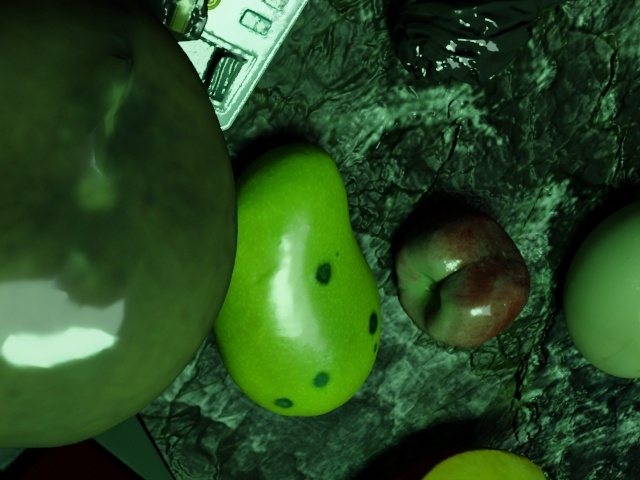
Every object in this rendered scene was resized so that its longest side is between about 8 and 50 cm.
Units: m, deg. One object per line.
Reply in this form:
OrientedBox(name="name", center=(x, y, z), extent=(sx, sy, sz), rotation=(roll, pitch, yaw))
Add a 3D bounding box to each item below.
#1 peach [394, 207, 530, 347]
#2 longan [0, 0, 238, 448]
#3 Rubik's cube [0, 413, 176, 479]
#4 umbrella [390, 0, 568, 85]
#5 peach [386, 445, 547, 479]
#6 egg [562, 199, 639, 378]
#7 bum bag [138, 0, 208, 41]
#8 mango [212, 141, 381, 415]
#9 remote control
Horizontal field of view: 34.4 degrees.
OrientedBox(name="peach", center=(0.163, 0.035, 1.140), extent=(0.152, 0.152, 0.152), rotation=(-21, 134, -23))
OrientedBox(name="longan", center=(-0.202, -0.021, 0.690), extent=(0.318, 0.319, 0.319), rotation=(-21, 134, -23))
OrientedBox(name="Rubik's cube", center=(-0.290, 0.241, 0.876), extent=(0.246, 0.248, 0.250), rotation=(-52, 137, 8))
OrientedBox(name="umbrella", center=(0.214, -0.254, 0.972), extent=(0.340, 0.118, 0.118), rotation=(-34, 138, -17))
OrientedBox(name="peach", center=(0.131, 0.447, 1.380), extent=(0.380, 0.242, 0.306), rotation=(-28, 159, -35))
OrientedBox(name="egg", center=(0.406, 0.061, 1.307), extent=(0.186, 0.186, 0.242), rotation=(-6, 126, -34))
OrientedBox(name="bum bag", center=(-0.100, -0.249, 0.744), extent=(0.106, 0.060, 0.233), rotation=(26, 110, -6))
OrientedBox(name="mango", center=(-0.026, 0.046, 1.004), extent=(0.175, 0.143, 0.293), rotation=(-21, 125, -25))
OrientedBox(name="remote control", center=(-0.048, -0.229, 0.817), extent=(0.103, 0.051, 0.293), rotation=(23, 110, -29))
